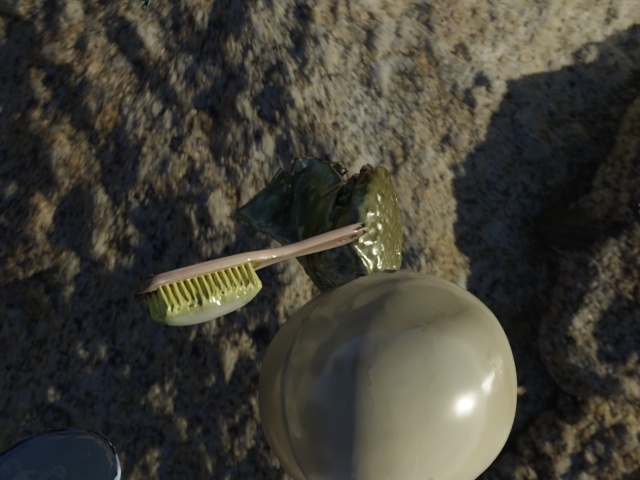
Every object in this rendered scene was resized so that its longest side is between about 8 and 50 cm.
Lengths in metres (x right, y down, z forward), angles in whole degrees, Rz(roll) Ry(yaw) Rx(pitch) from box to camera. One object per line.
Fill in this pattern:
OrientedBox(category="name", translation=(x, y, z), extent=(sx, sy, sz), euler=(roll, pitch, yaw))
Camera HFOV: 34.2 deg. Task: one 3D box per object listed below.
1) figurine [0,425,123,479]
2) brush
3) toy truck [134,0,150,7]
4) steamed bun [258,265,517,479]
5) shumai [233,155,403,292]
OrientedBox(category="figurine", translation=(-0.273, 0.406, 1.212), extent=(0.276, 0.248, 0.388), euler=(-38, 128, -22))
OrientedBox(category="brush", translation=(-0.070, 0.041, 1.249), extent=(0.313, 0.072, 0.067), euler=(-16, 81, -28))
OrientedBox(category="toy truck", translation=(-0.286, -0.476, 1.760), extent=(0.080, 0.078, 0.154), euler=(-15, 85, 29))
OrientedBox(category="steamed bun", translation=(0.095, 0.206, 1.426), extent=(0.374, 0.334, 0.334), euler=(-15, 111, -33))
OrientedBox(category="shumai", translation=(0.000, 0.000, 1.970), extent=(0.288, 0.292, 0.330), euler=(-4, 143, 13))
